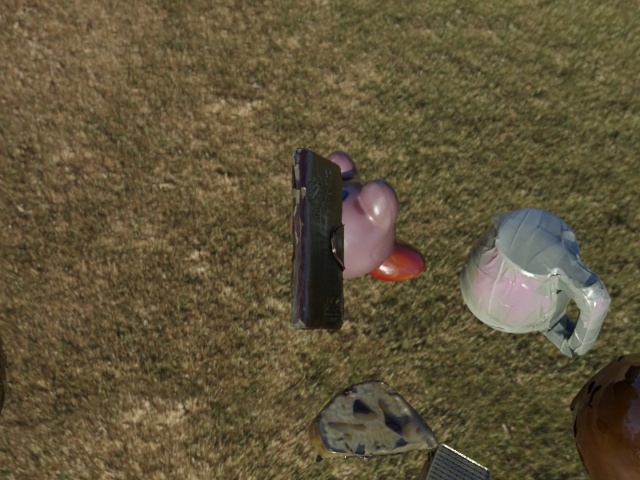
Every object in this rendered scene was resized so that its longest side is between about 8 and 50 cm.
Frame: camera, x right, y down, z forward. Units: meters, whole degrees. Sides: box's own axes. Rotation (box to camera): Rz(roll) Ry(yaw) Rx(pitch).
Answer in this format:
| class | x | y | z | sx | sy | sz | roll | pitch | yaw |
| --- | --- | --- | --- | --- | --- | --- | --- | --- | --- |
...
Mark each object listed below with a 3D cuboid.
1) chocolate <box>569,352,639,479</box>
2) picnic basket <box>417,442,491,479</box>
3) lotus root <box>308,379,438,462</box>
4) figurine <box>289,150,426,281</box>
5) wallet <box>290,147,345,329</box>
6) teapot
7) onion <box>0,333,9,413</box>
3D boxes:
| class | x | y | z | sx | sy | sz | roll | pitch | yaw |
| --- | --- | --- | --- | --- | --- | --- | --- | --- | --- |
| chocolate | 0.317 | 0.187 | 0.587 | 0.176 | 0.177 | 0.177 | 5 | 63 | -9 |
| picnic basket | 0.227 | 0.463 | 1.185 | 0.115 | 0.079 | 0.164 | 27 | 48 | 9 |
| lotus root | 0.104 | 0.384 | 1.397 | 0.260 | 0.074 | 0.170 | -8 | 62 | -13 |
| figurine | 0.050 | -0.017 | 1.358 | 0.211 | 0.261 | 0.269 | -40 | 53 | -11 |
| wallet | 0.000 | 0.000 | 0.858 | 0.031 | 0.122 | 0.232 | -6 | 80 | 29 |
| teapot | 0.312 | 0.062 | 0.979 | 0.163 | 0.178 | 0.222 | -11 | 59 | -7 |
| onion | -0.451 | 0.139 | 0.671 | 0.246 | 0.190 | 0.246 | 22 | 26 | -11 |
